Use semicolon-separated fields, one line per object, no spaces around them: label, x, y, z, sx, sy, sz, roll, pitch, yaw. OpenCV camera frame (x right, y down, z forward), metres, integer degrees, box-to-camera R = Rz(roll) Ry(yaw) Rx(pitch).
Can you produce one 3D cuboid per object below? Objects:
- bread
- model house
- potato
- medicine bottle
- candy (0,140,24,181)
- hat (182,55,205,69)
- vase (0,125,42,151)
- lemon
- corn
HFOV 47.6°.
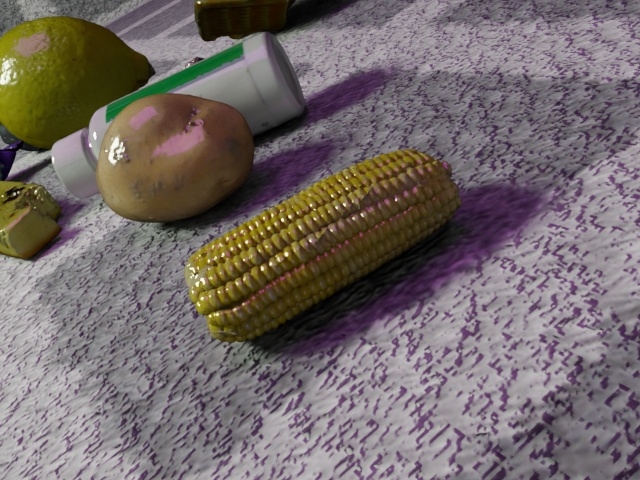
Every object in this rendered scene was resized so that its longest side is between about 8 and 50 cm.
bread;-0.352;-0.027;0.819;0.226;0.049;0.088;6;42;48
model house;-0.097;-0.394;1.146;0.239;0.173;0.268;-46;-2;-8
potato;-0.129;-0.071;0.629;0.147;0.112;0.112;-16;28;8
medicine bottle;-0.149;-0.122;0.747;0.260;0.095;0.095;-20;27;11
candy;-0.522;-0.049;0.999;0.145;0.070;0.275;-21;30;27
hat;-0.168;-0.218;1.007;0.058;0.042;0.087;-32;-8;-25
vase;-0.434;-0.217;1.178;0.183;0.120;0.120;-21;24;-17
lemon;-0.366;-0.229;1.044;0.249;0.184;0.184;-18;26;-3
corn;0.000;0.000;0.428;0.165;0.063;0.085;-29;2;-7
